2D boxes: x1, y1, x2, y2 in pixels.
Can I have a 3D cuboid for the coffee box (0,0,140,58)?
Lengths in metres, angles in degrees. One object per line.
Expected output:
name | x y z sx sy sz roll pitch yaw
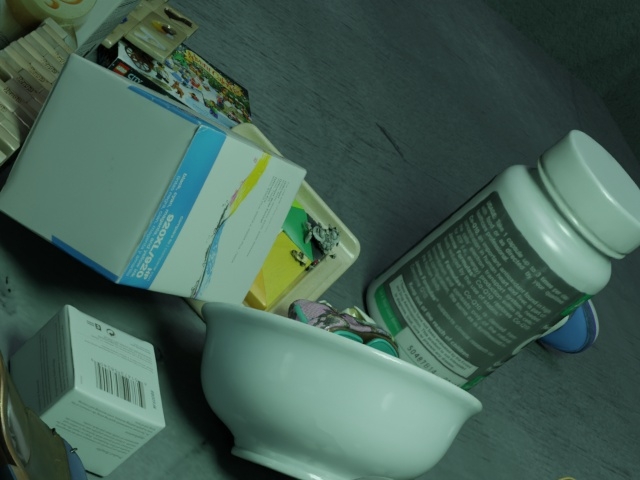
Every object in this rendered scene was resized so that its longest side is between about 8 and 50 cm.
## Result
coffee box | -0.276 -0.305 1.490 0.141 0.246 0.098 47 23 -4

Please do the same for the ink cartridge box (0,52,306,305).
ink cartridge box | -0.159 -0.051 1.298 0.171 0.168 0.233 29 4 26

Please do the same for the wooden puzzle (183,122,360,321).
wooden puzzle | -0.081 -0.009 1.515 0.221 0.044 0.239 48 48 -2

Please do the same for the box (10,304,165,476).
box | -0.204 0.132 1.145 0.101 0.087 0.102 31 28 -36

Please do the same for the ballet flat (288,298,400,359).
ballet flat | 0.028 0.109 1.525 0.079 0.077 0.221 59 14 28

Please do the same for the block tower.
block tower | -0.327 -0.126 1.326 0.097 0.091 0.335 45 24 -11

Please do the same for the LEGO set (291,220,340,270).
LEGO set | 0.001 0.002 1.532 0.054 0.023 0.083 36 45 -15

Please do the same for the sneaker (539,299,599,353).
sneaker | 0.299 0.101 2.047 0.322 0.130 0.236 49 33 -10

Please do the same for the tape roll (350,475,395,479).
tape roll | 0.059 0.341 1.087 0.169 0.246 0.246 36 26 -25

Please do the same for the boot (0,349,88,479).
boot | -0.250 0.167 1.054 0.106 0.082 0.219 45 20 -54

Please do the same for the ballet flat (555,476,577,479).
ballet flat | 0.289 0.363 1.666 0.080 0.073 0.232 47 24 -2

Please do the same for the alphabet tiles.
alphabet tiles | -0.322 -0.353 1.704 0.343 0.011 0.285 34 25 -5

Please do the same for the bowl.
bowl | 0.000 0.174 1.306 0.298 0.134 0.298 19 -10 3

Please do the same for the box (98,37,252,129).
box | -0.190 -0.207 1.743 0.233 0.044 0.159 34 27 -30

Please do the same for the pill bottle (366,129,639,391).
pill bottle | 0.252 0.030 1.749 0.204 0.361 0.204 38 26 -22
